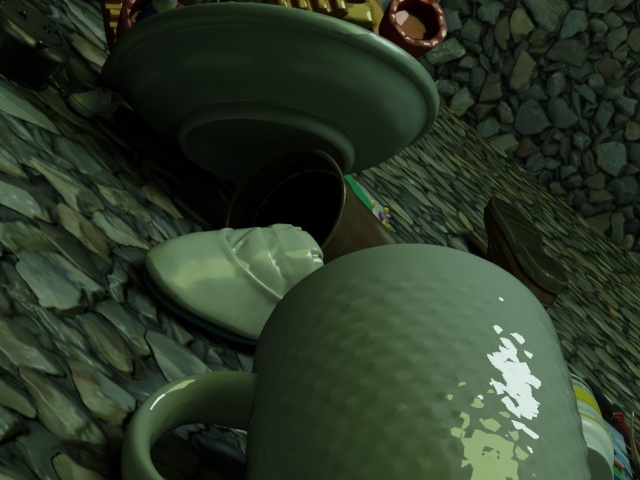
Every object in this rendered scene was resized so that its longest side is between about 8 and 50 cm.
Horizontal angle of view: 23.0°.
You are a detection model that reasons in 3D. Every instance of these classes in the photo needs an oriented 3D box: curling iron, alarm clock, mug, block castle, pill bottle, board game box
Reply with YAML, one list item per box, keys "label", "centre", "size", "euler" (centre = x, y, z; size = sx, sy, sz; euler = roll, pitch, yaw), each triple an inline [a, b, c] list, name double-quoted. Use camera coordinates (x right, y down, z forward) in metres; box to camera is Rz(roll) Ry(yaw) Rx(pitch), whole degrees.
- label: "curling iron"
  centre: [0.459, 0.285, 2.466]
  size: [0.068, 0.035, 0.274]
  euler: [37, 16, -21]
- label: "alarm clock"
  centre: [-0.355, -0.247, 1.810]
  size: [0.129, 0.064, 0.192]
  euler: [30, 16, -41]
- label: "mug"
  centre: [0.029, 0.190, 1.237]
  size: [0.374, 0.276, 0.328]
  euler: [10, 28, -5]
- label: "block castle"
  centre: [-0.077, -0.352, 2.034]
  size: [0.453, 0.213, 0.303]
  euler: [-4, 69, -27]
- label: "pill bottle"
  centre: [0.303, 0.255, 1.976]
  size: [0.119, 0.119, 0.208]
  euler: [40, 15, -11]
- label: "board game box"
  centre: [0.374, 0.280, 2.251]
  size: [0.160, 0.039, 0.211]
  euler: [41, 14, -5]

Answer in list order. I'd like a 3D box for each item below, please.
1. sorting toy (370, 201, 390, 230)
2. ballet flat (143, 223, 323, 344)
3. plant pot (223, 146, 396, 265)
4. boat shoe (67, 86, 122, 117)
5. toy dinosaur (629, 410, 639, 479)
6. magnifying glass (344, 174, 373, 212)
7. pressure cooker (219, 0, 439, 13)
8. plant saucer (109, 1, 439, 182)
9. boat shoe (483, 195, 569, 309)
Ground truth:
- label: "sorting toy"
  centre: [0.084, -0.013, 2.348]
  size: [0.083, 0.045, 0.075]
  euler: [21, 45, -55]
- label: "ballet flat"
  centre: [-0.020, 0.052, 1.686]
  size: [0.400, 0.139, 0.139]
  euler: [26, 21, -46]
- label: "plant pot"
  centre: [0.000, 0.000, 1.858]
  size: [0.165, 0.167, 0.167]
  euler: [38, 13, -48]
- label: "boat shoe"
  centre: [-0.264, -0.167, 1.861]
  size: [0.035, 0.035, 0.100]
  euler: [47, 15, 15]
- label: "toy dinosaur"
  centre: [0.467, 0.346, 2.262]
  size: [0.092, 0.053, 0.183]
  euler: [-79, 145, -73]
- label: "magnifying glass"
  centre: [0.013, -0.092, 2.109]
  size: [0.026, 0.092, 0.231]
  euler: [-58, 141, -47]
- label: "pressure cooker"
  centre: [-0.008, -0.395, 2.494]
  size: [0.376, 0.420, 0.369]
  euler: [13, 48, -23]
- label: "plant saucer"
  centre: [-0.061, -0.147, 1.887]
  size: [0.400, 0.401, 0.100]
  euler: [29, 61, -43]
- label: "boat shoe"
  centre: [0.331, 0.028, 2.745]
  size: [0.111, 0.104, 0.307]
  euler: [27, 21, -20]
